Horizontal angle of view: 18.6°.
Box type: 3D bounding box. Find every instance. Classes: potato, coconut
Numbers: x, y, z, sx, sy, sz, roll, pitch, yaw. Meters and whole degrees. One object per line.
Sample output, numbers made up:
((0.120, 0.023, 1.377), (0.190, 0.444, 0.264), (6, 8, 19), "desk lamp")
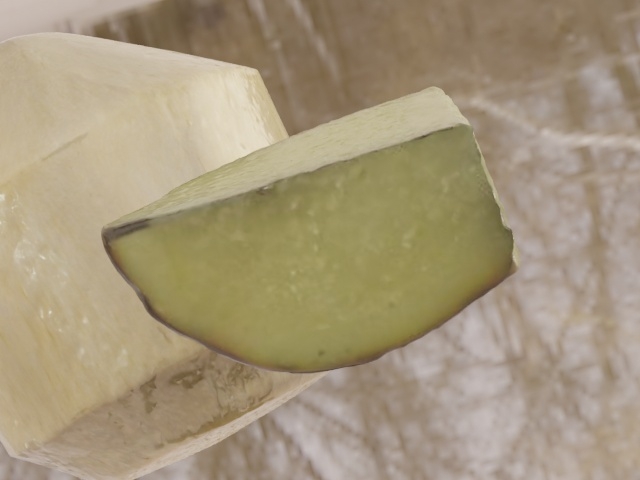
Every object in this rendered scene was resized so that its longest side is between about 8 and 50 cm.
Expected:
((0.000, 0.000, 0.784), (0.149, 0.081, 0.120), (-17, -171, 4), "potato")
((-0.100, 0.000, 0.958), (0.202, 0.222, 0.202), (-28, 178, -1), "coconut")
